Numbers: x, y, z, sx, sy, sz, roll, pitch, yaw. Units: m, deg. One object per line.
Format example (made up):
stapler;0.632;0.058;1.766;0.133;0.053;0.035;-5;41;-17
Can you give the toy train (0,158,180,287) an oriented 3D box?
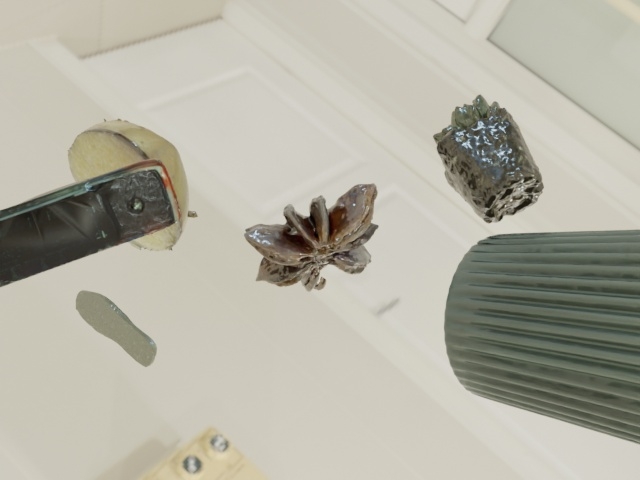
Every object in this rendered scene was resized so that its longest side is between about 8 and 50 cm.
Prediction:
toy train;-0.361;0.003;1.111;0.409;0.086;0.089;-20;-170;-1

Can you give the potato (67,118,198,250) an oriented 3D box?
potato;-0.289;-0.100;1.577;0.116;0.239;0.299;-36;-167;-30

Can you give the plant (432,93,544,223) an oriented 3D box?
plant;0.251;-0.129;1.470;0.132;0.195;0.129;-25;146;-1

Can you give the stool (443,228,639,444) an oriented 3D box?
stool;0.374;0.119;1.316;0.297;0.330;0.297;-6;98;-46

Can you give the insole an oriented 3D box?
insole;-0.305;0.126;1.414;0.010;0.192;0.063;-12;125;-48

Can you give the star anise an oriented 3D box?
star anise;0.000;0.000;1.476;0.229;0.093;0.236;27;115;-42
